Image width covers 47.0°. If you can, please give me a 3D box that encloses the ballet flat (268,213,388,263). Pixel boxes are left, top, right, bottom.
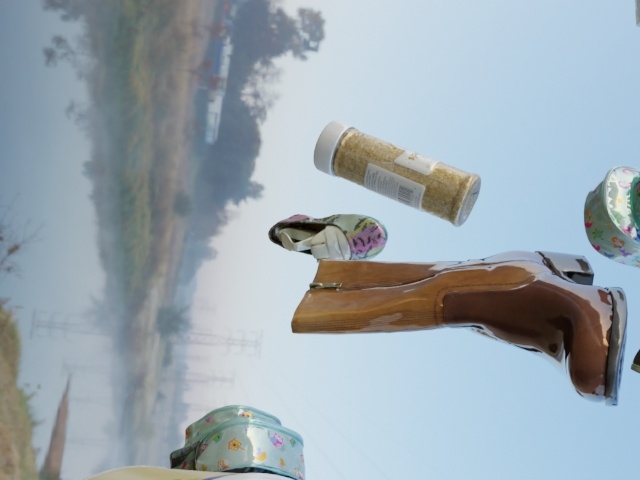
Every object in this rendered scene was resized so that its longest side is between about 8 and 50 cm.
[{"bbox_3d":[0.000,0.000,1.076,0.221,0.079,0.077,7,-67,51],"label":"ballet flat"}]

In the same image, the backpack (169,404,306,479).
[{"bbox_3d":[-0.114,0.327,1.084,0.188,0.166,0.144,-31,-139,38],"label":"backpack"}]

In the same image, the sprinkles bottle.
[{"bbox_3d":[0.161,-0.147,1.588,0.121,0.355,0.121,-50,154,-35],"label":"sprinkles bottle"}]

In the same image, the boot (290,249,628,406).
[{"bbox_3d":[0.113,0.062,0.663,0.264,0.280,0.096,-73,163,-67],"label":"boot"}]

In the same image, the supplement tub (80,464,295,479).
[{"bbox_3d":[-0.124,0.304,0.583,0.331,0.241,0.241,-21,-120,53],"label":"supplement tub"}]

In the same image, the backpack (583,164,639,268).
[{"bbox_3d":[0.704,-0.050,1.575,0.191,0.253,0.225,106,-2,-61],"label":"backpack"}]

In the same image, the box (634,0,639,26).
[{"bbox_3d":[0.595,-0.424,1.130,0.311,0.148,0.121,-22,110,-79],"label":"box"}]

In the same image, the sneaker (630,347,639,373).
[{"bbox_3d":[0.820,0.280,1.634,0.118,0.222,0.083,-68,161,3],"label":"sneaker"}]
